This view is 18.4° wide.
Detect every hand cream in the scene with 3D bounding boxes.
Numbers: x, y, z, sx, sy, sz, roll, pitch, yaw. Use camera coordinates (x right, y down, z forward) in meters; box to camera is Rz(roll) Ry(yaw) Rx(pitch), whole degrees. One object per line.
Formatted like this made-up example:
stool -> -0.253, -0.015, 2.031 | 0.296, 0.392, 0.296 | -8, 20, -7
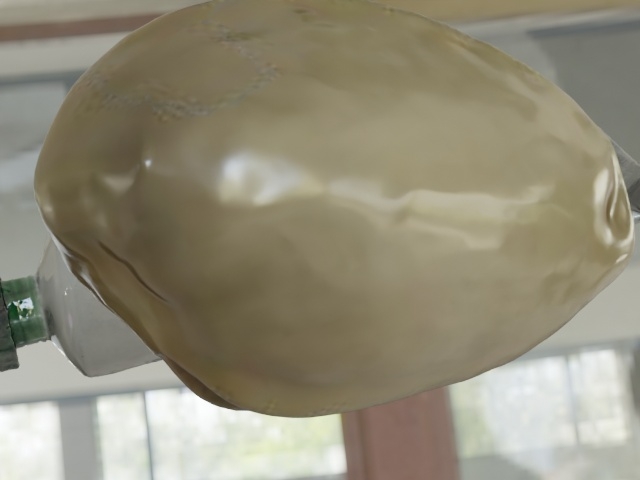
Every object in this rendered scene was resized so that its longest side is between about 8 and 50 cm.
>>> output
hand cream -> 0.000, 0.000, 0.973 | 0.336, 0.076, 0.121 | -13, 26, -9

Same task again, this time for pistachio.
pistachio -> 0.007, -0.011, 0.704 | 0.223, 0.152, 0.126 | 7, -10, -25
